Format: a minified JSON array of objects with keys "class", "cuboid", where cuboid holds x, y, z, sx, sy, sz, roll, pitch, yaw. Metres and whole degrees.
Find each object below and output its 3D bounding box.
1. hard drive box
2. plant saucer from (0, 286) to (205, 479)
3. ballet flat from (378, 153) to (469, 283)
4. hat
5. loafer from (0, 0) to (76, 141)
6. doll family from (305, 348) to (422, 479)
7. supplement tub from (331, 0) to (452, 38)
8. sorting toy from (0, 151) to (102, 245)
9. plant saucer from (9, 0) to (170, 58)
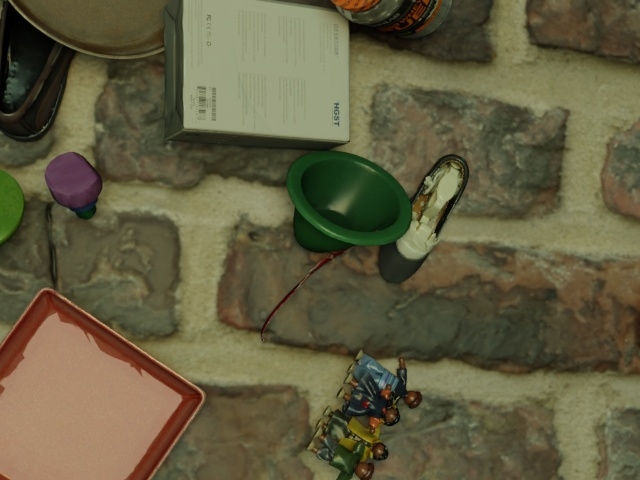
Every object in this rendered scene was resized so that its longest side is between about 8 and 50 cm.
[{"class":"hard drive box","cuboid":[-0.081,-0.216,1.155,0.232,0.089,0.181,2,86,-26]},{"class":"plant saucer","cuboid":[-0.325,0.235,1.149,0.258,0.048,0.259,35,83,-5]},{"class":"ballet flat","cuboid":[0.145,-0.033,1.218,0.074,0.074,0.203,32,83,-5]},{"class":"hat","cuboid":[0.000,0.000,1.218,0.208,0.183,0.173,-9,53,-34]},{"class":"loafer","cuboid":[-0.364,-0.281,1.149,0.109,0.095,0.302,10,85,-5]},{"class":"doll family","cuboid":[0.066,0.239,1.190,0.111,0.076,0.193,31,80,0]},{"class":"supplement tub","cuboid":[0.088,-0.334,1.157,0.117,0.190,0.117,3,96,31]},{"class":"sorting toy","cuboid":[-0.449,-0.002,1.119,0.366,0.126,0.127,-21,62,-13]},{"class":"plant saucer","cuboid":[-0.287,-0.378,1.144,0.311,0.050,0.310,6,78,-30]}]
